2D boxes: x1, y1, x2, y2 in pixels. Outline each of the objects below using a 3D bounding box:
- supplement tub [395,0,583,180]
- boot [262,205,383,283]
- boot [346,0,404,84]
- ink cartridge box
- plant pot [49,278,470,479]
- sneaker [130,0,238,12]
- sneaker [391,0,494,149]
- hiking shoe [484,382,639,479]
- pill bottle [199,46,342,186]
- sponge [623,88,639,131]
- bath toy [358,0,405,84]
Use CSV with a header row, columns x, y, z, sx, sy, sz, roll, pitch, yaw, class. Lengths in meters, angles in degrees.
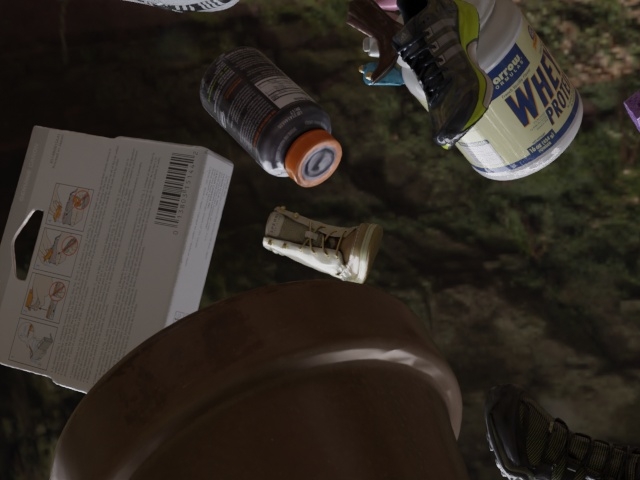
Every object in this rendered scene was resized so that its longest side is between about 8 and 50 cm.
x,y,z,sx,sy,sz,roll,pitch,yaw,class
0.292,-0.289,1.712,0.235,0.325,0.235,-31,-147,23,supplement tub
0.000,0.000,1.387,0.165,0.077,0.213,23,166,2,boot
0.075,-0.313,1.492,0.106,0.114,0.037,-51,177,-4,boot
-0.257,0.025,1.129,0.261,0.296,0.066,11,173,27,ink cartridge box
0.003,0.188,0.547,0.263,0.263,0.229,-15,-137,-21,plant pot
-0.080,-0.283,0.855,0.366,0.137,0.210,-1,-170,18,sneaker
0.160,-0.251,1.369,0.121,0.111,0.299,21,-137,-25,sneaker
0.244,0.201,0.857,0.114,0.227,0.086,-36,-167,36,hiking shoe
-0.072,-0.185,1.485,0.131,0.130,0.245,-19,-130,-32,pill bottle
0.436,-0.191,1.058,0.210,0.031,0.117,-38,153,14,sponge
0.159,-0.484,1.932,0.129,0.348,0.151,0,-150,-10,bath toy
